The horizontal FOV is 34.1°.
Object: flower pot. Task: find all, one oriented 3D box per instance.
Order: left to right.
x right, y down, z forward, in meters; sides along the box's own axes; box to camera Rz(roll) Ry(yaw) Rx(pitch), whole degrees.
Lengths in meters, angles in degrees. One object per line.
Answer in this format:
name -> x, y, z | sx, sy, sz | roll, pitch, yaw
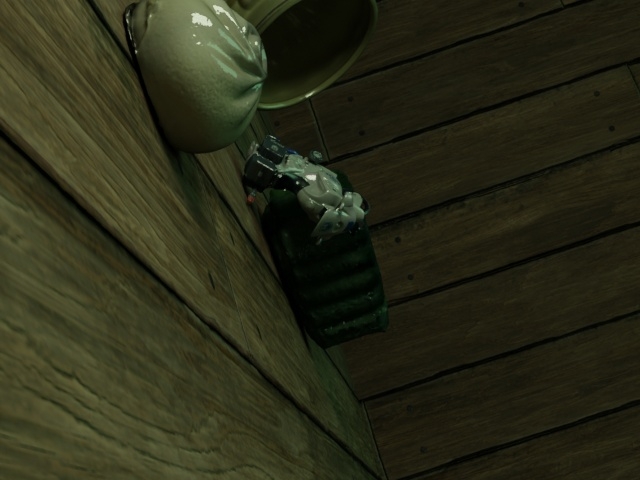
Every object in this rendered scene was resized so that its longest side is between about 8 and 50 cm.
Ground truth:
flower pot -> -0.084, -0.396, 1.738 | 0.244, 0.307, 0.307 | 54, -5, 24

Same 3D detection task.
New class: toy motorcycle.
toy motorcycle -> -0.025, -0.080, 1.657 | 0.102, 0.221, 0.150 | -57, -174, 34

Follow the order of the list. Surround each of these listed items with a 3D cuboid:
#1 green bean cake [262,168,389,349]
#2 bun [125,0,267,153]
green bean cake -> 0.000, 0.000, 1.902 | 0.308, 0.169, 0.300 | -107, 179, -52
bun -> -0.113, -0.175, 1.042 | 0.173, 0.119, 0.173 | -16, 90, -88
